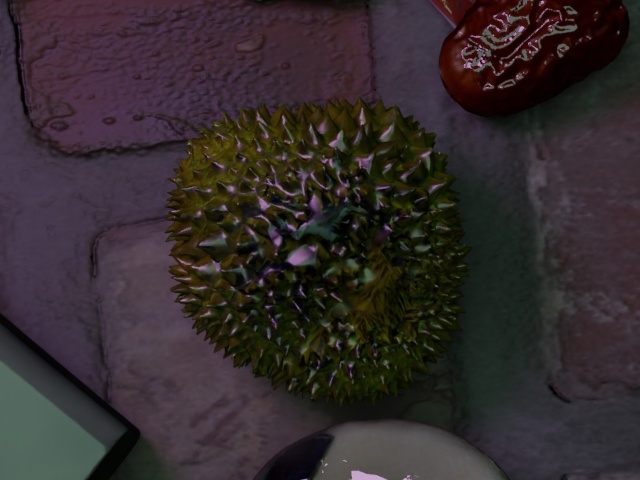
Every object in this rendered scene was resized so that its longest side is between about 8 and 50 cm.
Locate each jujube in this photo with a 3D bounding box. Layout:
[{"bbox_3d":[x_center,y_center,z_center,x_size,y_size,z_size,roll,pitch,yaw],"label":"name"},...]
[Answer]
[{"bbox_3d":[0.189,-0.181,1.646,0.176,0.109,0.112,-31,47,1],"label":"jujube"}]

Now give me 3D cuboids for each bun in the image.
[{"bbox_3d":[0.053,0.294,1.557,0.283,0.179,0.283,-6,62,12],"label":"bun"}]

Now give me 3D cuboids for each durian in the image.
[{"bbox_3d":[0.001,-0.002,1.569,0.291,0.224,0.291,0,82,-3],"label":"durian"}]

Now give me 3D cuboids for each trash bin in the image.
[{"bbox_3d":[-0.356,0.143,1.602,0.343,0.158,0.223,38,85,7],"label":"trash bin"}]

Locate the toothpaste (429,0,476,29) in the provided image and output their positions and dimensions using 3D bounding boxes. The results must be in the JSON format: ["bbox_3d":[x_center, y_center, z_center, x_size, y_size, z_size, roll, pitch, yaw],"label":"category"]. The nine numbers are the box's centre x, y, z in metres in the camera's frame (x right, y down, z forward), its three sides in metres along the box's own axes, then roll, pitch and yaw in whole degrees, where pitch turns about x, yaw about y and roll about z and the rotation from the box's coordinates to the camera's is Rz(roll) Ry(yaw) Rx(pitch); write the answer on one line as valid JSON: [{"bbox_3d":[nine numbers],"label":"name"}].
[{"bbox_3d":[0.080,-0.295,1.701,0.234,0.057,0.089,43,87,1],"label":"toothpaste"}]
